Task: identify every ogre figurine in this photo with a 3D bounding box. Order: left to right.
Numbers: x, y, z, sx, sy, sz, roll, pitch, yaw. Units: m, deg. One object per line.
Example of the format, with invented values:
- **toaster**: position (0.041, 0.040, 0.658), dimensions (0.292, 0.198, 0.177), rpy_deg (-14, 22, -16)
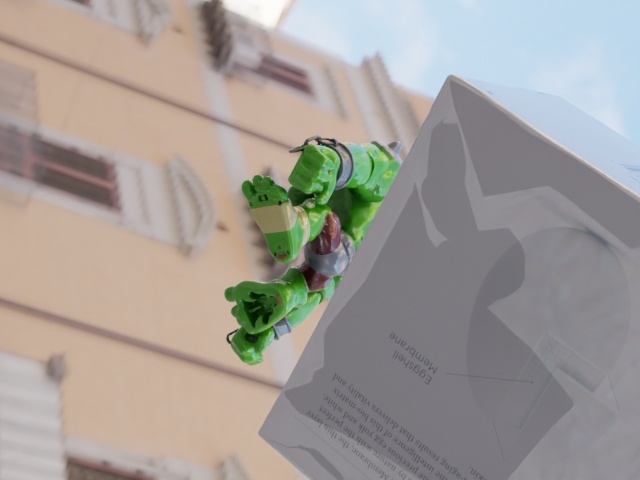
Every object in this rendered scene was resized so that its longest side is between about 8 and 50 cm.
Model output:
- **ogre figurine**: position (0.000, 0.000, 1.144), dimensions (0.097, 0.118, 0.197), rpy_deg (24, -56, 36)

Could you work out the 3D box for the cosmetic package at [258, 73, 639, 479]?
- **cosmetic package**: position (0.127, 0.070, 0.820), dimensions (0.224, 0.138, 0.225), rpy_deg (38, -72, 27)
